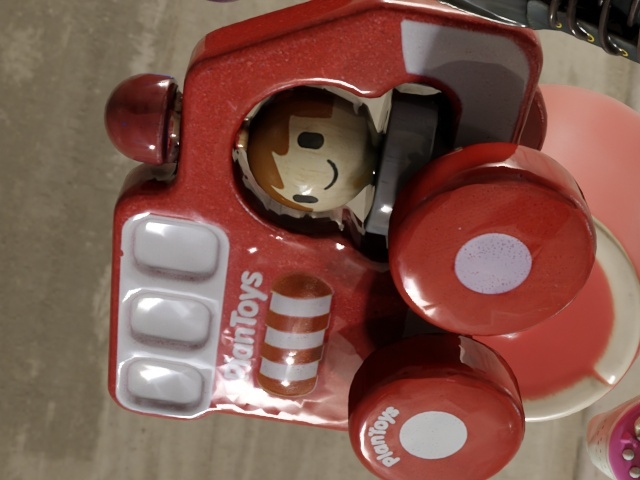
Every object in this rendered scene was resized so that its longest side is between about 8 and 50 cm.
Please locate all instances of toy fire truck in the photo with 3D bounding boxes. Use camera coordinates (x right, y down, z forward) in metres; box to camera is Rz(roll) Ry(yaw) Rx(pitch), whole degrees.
[{"bbox_3d":[0.000,0.000,0.529,0.169,0.254,0.302,-88,-174,-54],"label":"toy fire truck"}]

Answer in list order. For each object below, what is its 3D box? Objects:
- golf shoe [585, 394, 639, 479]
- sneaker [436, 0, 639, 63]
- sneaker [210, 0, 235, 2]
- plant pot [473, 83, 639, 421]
[{"bbox_3d":[0.387,0.157,0.834,0.140,0.306,0.115,135,-53,-81],"label":"golf shoe"},{"bbox_3d":[0.117,-0.109,0.356,0.118,0.222,0.083,-77,176,-53],"label":"sneaker"},{"bbox_3d":[-0.115,-0.291,0.549,0.114,0.305,0.152,12,-113,38],"label":"sneaker"},{"bbox_3d":[0.183,0.016,0.792,0.275,0.275,0.243,-61,171,27],"label":"plant pot"}]
